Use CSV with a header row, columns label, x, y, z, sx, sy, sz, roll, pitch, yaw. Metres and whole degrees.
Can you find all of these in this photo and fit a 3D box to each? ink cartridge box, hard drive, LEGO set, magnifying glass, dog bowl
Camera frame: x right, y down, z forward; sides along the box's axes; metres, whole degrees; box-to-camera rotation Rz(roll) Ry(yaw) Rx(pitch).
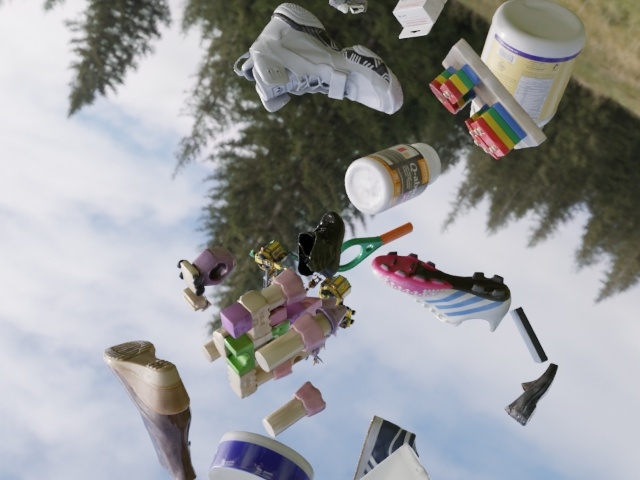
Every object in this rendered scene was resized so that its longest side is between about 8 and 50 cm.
label,x,y,z,sx,sy,sz,roll,pitch,yaw
ink cartridge box,0.260,-0.610,1.947,0.104,0.180,0.060,7,152,47
hard drive,0.484,0.220,1.768,0.135,0.022,0.094,65,-177,10
LEGO set,-0.089,0.174,2.053,0.331,0.255,0.192,33,-134,17
magnifying glass,0.121,0.010,1.799,0.231,0.092,0.026,-22,-127,-21
hard drive,0.119,0.617,1.714,0.040,0.307,0.203,52,180,-25
dog bowl,-0.155,0.609,1.976,0.265,0.265,0.104,30,-127,-6

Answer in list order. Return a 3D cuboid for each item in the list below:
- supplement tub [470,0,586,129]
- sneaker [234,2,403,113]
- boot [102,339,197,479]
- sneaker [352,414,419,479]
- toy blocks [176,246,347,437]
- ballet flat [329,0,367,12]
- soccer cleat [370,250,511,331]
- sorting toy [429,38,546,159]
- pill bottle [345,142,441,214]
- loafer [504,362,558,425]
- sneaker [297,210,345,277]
label,x,y,z,sx,sy,sz,roll,pitch,yaw
supplement tub,0.540,-0.447,2.027,0.241,0.331,0.241,4,-132,-4
sneaker,-0.009,-0.350,1.666,0.366,0.210,0.137,38,163,12
boot,-0.296,0.290,1.307,0.090,0.207,0.248,-15,-165,-34
sneaker,0.176,0.636,2.082,0.153,0.282,0.099,17,-173,10
toy blocks,-0.077,0.157,1.498,0.260,0.288,0.309,-31,-127,-26
ballet flat,0.081,-0.657,2.129,0.114,0.041,0.041,-4,-147,-22
soccer cleat,0.269,0.129,1.754,0.331,0.143,0.116,14,-149,9
sorting toy,0.336,-0.280,1.607,0.257,0.089,0.255,49,-174,-1
pill bottle,0.212,-0.184,2.149,0.162,0.162,0.278,40,-139,24
loafer,0.497,0.349,1.777,0.061,0.170,0.062,31,158,26
sneaker,-0.002,0.001,1.364,0.089,0.051,0.170,39,-137,-39
